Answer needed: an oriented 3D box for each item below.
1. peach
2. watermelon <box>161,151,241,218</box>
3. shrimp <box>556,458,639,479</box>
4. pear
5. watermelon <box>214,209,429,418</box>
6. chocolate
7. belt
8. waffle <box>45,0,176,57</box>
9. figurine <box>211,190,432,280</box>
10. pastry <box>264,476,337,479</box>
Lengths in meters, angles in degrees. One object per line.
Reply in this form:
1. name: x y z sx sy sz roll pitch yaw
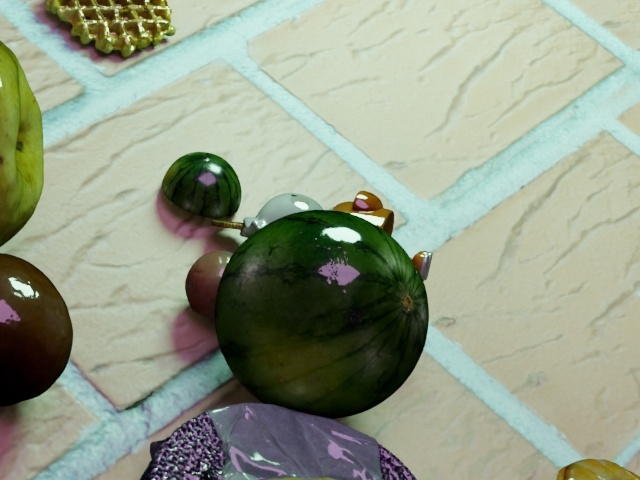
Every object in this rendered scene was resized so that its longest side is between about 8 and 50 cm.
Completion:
1. peach: -0.122 0.053 1.949 0.083 0.083 0.083 12 45 -12
2. watermelon: -0.146 -0.076 2.074 0.106 0.062 0.105 14 36 -11
3. shrimp: 0.371 0.343 1.895 0.150 0.068 0.248 -8 47 -35
4. pear: -0.461 -0.105 1.824 0.304 0.304 0.304 12 45 -12
5. watermelon: 0.001 0.083 1.847 0.242 0.242 0.242 12 45 -12
6. chocolate: -0.345 0.086 1.773 0.177 0.176 0.176 12 45 -12
7. belt: -0.041 0.299 1.724 0.325 0.122 0.260 2 52 -22
8. waffle: -0.292 -0.327 2.269 0.191 0.038 0.191 11 46 -12
9. figurine: 0.001 0.010 2.021 0.271 0.143 0.143 -2 44 10
10. pastry: -0.039 0.399 1.472 0.410 0.245 0.409 4 79 -20
